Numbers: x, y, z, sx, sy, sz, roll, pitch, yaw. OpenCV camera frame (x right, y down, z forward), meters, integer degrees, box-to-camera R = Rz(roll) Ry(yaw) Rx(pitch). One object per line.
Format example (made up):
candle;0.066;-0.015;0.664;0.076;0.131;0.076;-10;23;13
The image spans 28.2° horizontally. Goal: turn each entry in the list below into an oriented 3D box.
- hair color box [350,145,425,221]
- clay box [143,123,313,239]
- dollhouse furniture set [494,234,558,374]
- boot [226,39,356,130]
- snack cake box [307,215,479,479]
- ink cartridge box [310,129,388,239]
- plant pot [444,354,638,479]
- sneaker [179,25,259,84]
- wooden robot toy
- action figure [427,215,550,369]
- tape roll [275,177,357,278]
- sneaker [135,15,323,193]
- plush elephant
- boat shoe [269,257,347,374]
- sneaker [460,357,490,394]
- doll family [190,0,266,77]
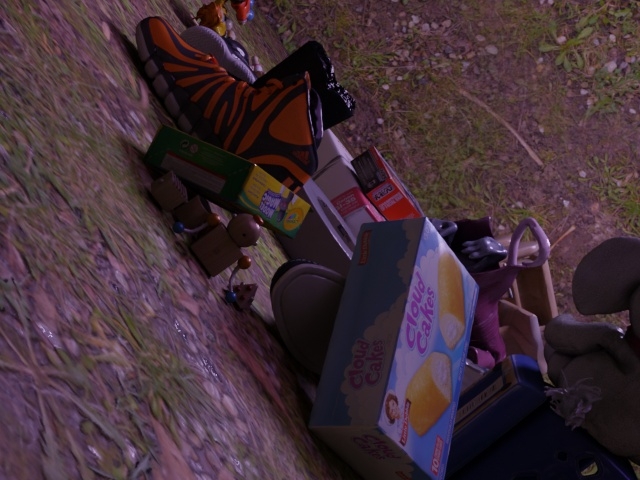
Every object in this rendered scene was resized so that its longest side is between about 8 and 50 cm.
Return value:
hair color box;0.122;-0.072;2.153;0.167;0.053;0.093;46;14;-44
clay box;-0.098;-0.061;1.468;0.127;0.053;0.222;25;-4;22
dollhouse furniture set;0.404;0.162;2.580;0.394;0.256;0.362;-148;-136;-77
boot;-0.089;-0.234;1.863;0.246;0.207;0.094;53;9;-16
snack cake box;0.087;0.124;1.406;0.152;0.089;0.264;50;45;-43
ink cartridge box;0.050;-0.037;2.200;0.207;0.117;0.283;50;10;-34
plant pot;0.271;0.301;1.758;0.212;0.236;0.236;50;10;-2
sneaker;-0.123;-0.234;2.029;0.268;0.101;0.153;51;11;-11
wooden robot toy;-0.099;-0.011;1.350;0.173;0.079;0.076;54;8;-11
action figure;0.275;0.123;2.295;0.248;0.276;0.370;-101;177;-58
tape roll;0.000;0.000;1.923;0.219;0.072;0.219;54;7;-10
sneaker;-0.106;-0.197;1.701;0.321;0.180;0.124;57;8;10
plush elephant;0.437;0.145;1.679;0.272;0.255;0.330;48;12;24
boat shoe;0.022;0.107;1.516;0.302;0.114;0.091;52;1;-42
sneaker;0.172;0.210;1.981;0.297;0.129;0.111;39;5;15
doll family;-0.165;-0.357;2.357;0.163;0.118;0.263;33;41;-85
